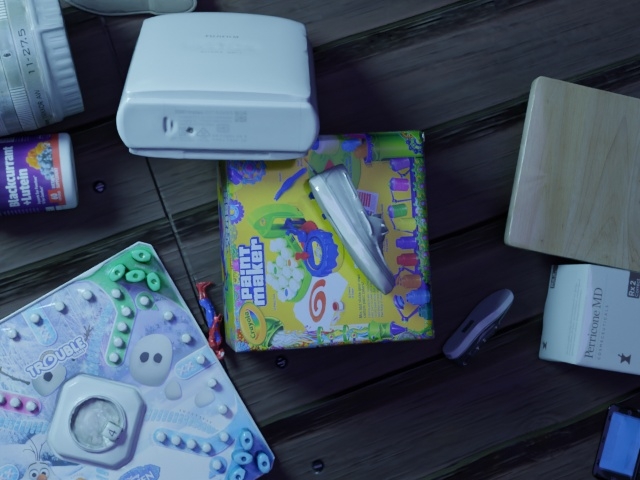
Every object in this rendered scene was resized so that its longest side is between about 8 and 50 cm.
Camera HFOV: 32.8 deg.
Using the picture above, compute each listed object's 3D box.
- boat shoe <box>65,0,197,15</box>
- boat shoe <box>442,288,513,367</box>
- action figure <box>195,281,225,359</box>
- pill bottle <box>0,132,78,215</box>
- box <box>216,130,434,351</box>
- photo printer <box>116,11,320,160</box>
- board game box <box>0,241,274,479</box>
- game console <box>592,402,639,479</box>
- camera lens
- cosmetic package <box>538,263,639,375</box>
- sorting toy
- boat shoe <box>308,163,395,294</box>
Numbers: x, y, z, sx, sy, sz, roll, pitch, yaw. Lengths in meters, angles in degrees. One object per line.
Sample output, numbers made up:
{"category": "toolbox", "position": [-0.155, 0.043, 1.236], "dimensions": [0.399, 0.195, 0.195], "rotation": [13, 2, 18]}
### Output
{"category": "boat shoe", "position": [-0.281, -0.371, 1.571], "dimensions": [0.206, 0.075, 0.065], "rotation": [3, 59, -9]}
{"category": "boat shoe", "position": [0.245, 0.133, 1.657], "dimensions": [0.142, 0.049, 0.040], "rotation": [-44, 115, -6]}
{"category": "action figure", "position": [-0.157, 0.117, 1.585], "dimensions": [0.030, 0.038, 0.115], "rotation": [-10, 87, 3]}
{"category": "pill bottle", "position": [-0.439, -0.088, 1.507], "dimensions": [0.193, 0.108, 0.108], "rotation": [-7, 90, -10]}
{"category": "box", "position": [0.000, 0.000, 1.547], "dimensions": [0.279, 0.177, 0.290], "rotation": [-2, 90, -10]}
{"category": "photo printer", "position": [-0.132, -0.222, 1.476], "dimensions": [0.255, 0.308, 0.107], "rotation": [1, 122, -3]}
{"category": "board game box", "position": [-0.320, 0.261, 1.551], "dimensions": [0.389, 0.050, 0.390], "rotation": [-30, 94, -9]}
{"category": "game console", "position": [0.497, 0.327, 1.684], "dimensions": [0.071, 0.107, 0.122], "rotation": [18, 86, -37]}
{"category": "camera lens", "position": [-0.472, -0.242, 1.448], "dimensions": [0.274, 0.219, 0.220], "rotation": [-13, 91, -10]}
{"category": "cosmetic package", "position": [0.447, 0.123, 1.635], "dimensions": [0.183, 0.151, 0.151], "rotation": [9, 86, -9]}
{"category": "sorting toy", "position": [0.414, -0.094, 1.666], "dimensions": [0.255, 0.089, 0.257], "rotation": [11, 87, -9]}
{"category": "boat shoe", "position": [0.055, -0.017, 1.441], "dimensions": [0.063, 0.066, 0.184], "rotation": [-32, 85, -7]}
